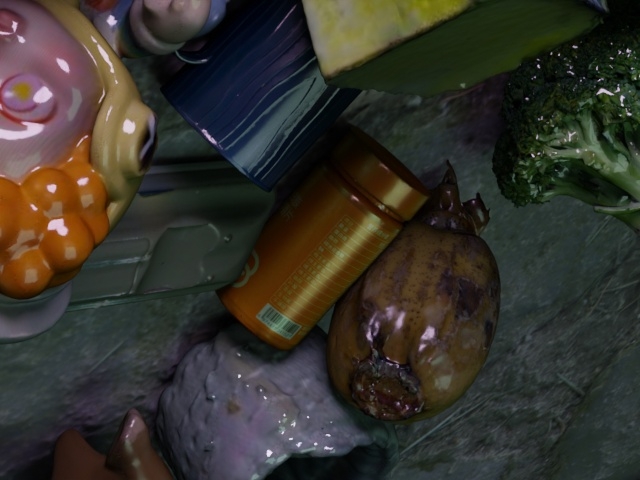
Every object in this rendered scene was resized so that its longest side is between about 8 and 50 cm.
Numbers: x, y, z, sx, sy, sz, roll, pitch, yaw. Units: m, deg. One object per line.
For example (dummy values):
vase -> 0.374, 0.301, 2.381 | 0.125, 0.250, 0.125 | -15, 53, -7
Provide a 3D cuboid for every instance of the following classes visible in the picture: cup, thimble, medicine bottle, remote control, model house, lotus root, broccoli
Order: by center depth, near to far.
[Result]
model house -> 0.082, -0.226, 1.081 | 0.170, 0.211, 0.194 | -26, 166, 34
cup -> -0.039, -0.129, 1.148 | 0.138, 0.113, 0.150 | -46, 150, 4
remote control -> -0.179, 0.006, 1.209 | 0.335, 0.065, 0.128 | -8, 133, -43
medicine bottle -> 0.000, 0.000, 1.367 | 0.192, 0.096, 0.096 | -48, 148, 12
broccoli -> 0.284, -0.112, 1.430 | 0.269, 0.241, 0.261 | -25, 180, 30
lotus root -> 0.094, 0.052, 1.437 | 0.154, 0.154, 0.278 | 96, 10, -48
thimble -> -0.041, 0.192, 1.488 | 0.205, 0.172, 0.250 | -33, 150, -9

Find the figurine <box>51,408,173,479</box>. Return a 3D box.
figurine -> -0.206, 0.278, 1.440 | 0.177, 0.173, 0.247 | -37, 118, -15

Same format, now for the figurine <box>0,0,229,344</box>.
figurine -> -0.144, -0.098, 0.970 | 0.382, 0.224, 0.205 | -37, 162, -10
